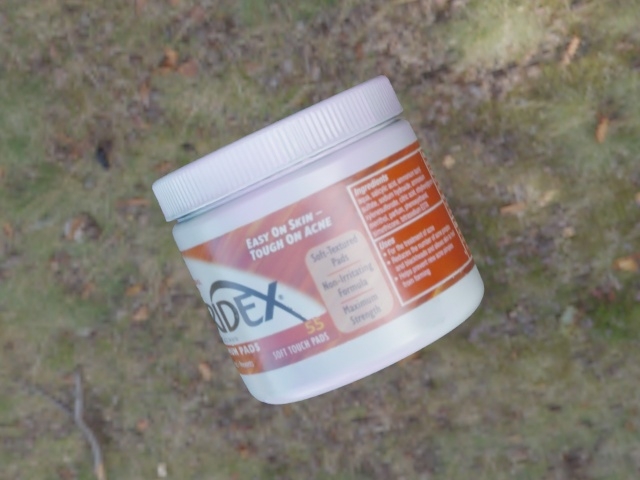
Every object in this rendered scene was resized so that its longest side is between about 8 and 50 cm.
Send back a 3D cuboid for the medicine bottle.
[{"bbox_3d":[0.000,0.000,1.230,0.253,0.252,0.240,-24,94,19],"label":"medicine bottle"}]
